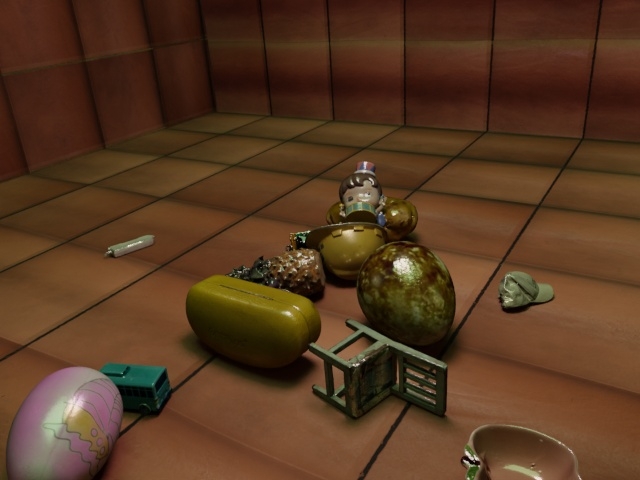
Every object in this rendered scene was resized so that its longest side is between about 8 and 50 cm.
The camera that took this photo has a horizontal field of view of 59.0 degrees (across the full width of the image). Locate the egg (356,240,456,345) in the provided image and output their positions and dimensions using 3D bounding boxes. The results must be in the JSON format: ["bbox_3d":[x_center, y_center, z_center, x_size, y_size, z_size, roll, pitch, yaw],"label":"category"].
[{"bbox_3d":[0.216,0.133,1.406,0.238,0.238,0.289,-10,35,-13],"label":"egg"}]

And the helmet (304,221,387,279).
[{"bbox_3d":[0.088,0.048,1.703,0.256,0.205,0.140,-1,63,-15],"label":"helmet"}]

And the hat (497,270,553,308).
[{"bbox_3d":[0.562,0.133,1.552,0.166,0.081,0.122,2,26,-11],"label":"hat"}]

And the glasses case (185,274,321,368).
[{"bbox_3d":[-0.179,0.205,1.384,0.371,0.173,0.141,11,28,34],"label":"glasses case"}]

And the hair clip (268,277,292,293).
[{"bbox_3d":[-0.105,0.195,1.502,0.187,0.056,0.146,27,62,35],"label":"hair clip"}]

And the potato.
[{"bbox_3d":[0.174,-0.075,1.977,0.369,0.196,0.176,12,-16,45],"label":"potato"}]

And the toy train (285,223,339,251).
[{"bbox_3d":[0.000,0.000,1.832,0.227,0.091,0.136,-9,-12,-12],"label":"toy train"}]

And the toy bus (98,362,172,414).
[{"bbox_3d":[-0.424,0.325,1.264,0.160,0.092,0.079,1,24,12],"label":"toy bus"}]

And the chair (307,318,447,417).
[{"bbox_3d":[0.114,0.293,1.196,0.147,0.136,0.270,-26,34,-37],"label":"chair"}]

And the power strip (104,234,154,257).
[{"bbox_3d":[-0.681,0.021,2.029,0.191,0.030,0.047,-22,32,-34],"label":"power strip"}]

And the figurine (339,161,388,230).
[{"bbox_3d":[0.131,-0.129,1.802,0.161,0.158,0.276,-13,48,8],"label":"figurine"}]

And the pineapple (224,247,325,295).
[{"bbox_3d":[-0.145,0.103,1.662,0.309,0.141,0.170,-8,31,8],"label":"pineapple"}]

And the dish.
[{"bbox_3d":[0.334,0.416,0.953,0.213,0.091,0.213,-1,26,1],"label":"dish"}]

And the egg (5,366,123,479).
[{"bbox_3d":[-0.481,0.361,1.071,0.196,0.196,0.271,-7,19,-6],"label":"egg"}]
